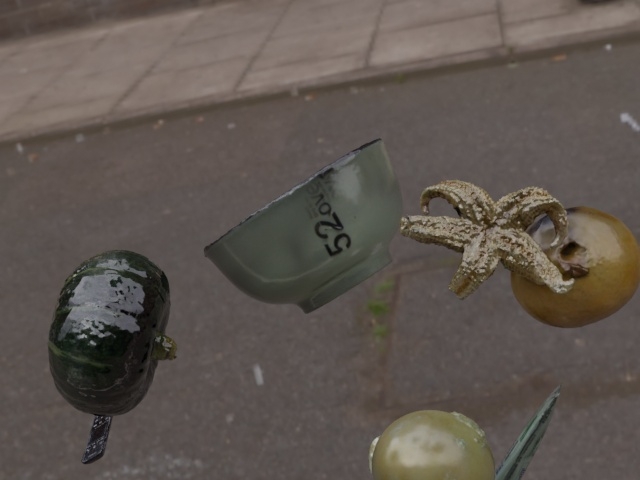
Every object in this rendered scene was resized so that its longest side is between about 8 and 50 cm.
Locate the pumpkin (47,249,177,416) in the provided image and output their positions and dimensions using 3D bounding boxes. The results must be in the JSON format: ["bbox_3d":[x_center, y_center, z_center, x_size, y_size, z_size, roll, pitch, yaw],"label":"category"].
[{"bbox_3d":[-0.252,0.115,1.340,0.152,0.212,0.211,4,24,6],"label":"pumpkin"}]

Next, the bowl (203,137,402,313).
[{"bbox_3d":[0.000,0.000,1.816,0.354,0.185,0.354,-32,-1,0],"label":"bowl"}]

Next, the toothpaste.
[{"bbox_3d":[0.306,0.308,1.629,0.041,0.218,0.064,30,19,12],"label":"toothpaste"}]

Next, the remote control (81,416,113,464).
[{"bbox_3d":[-0.300,0.266,1.484,0.039,0.014,0.096,-32,28,20],"label":"remote control"}]

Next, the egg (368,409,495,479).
[{"bbox_3d":[0.155,0.312,1.495,0.164,0.164,0.201,7,-7,40],"label":"egg"}]

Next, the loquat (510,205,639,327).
[{"bbox_3d":[0.291,0.031,1.250,0.163,0.137,0.163,-35,-16,-12],"label":"loquat"}]

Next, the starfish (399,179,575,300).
[{"bbox_3d":[0.183,-0.002,1.173,0.209,0.150,0.053,37,12,28],"label":"starfish"}]
